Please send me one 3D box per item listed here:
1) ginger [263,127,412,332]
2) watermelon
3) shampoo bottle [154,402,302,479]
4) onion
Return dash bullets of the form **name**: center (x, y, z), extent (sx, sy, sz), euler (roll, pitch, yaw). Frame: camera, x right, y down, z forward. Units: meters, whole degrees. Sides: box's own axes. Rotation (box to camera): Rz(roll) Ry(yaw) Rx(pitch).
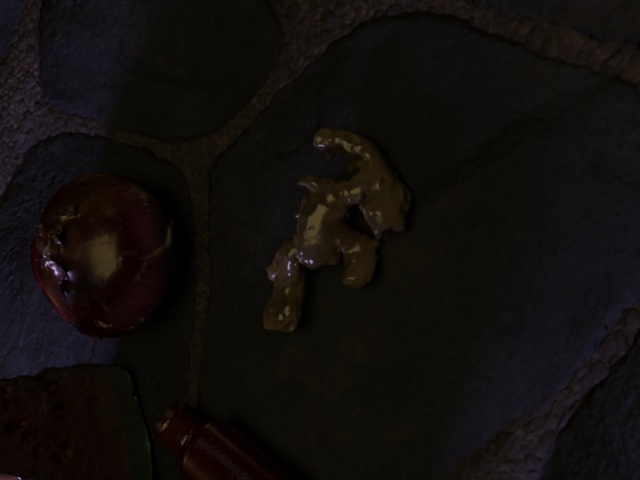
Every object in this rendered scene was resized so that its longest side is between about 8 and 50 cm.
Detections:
- **ginger**: center (0.013, 0.005, 1.209), extent (0.149, 0.065, 0.258), euler (29, 99, 29)
- **watermelon**: center (-0.347, 0.257, 1.306), extent (0.140, 0.257, 0.193), euler (-30, 63, 27)
- **shampoo bottle**: center (-0.096, 0.292, 1.254), extent (0.260, 0.064, 0.102), euler (34, 108, 31)
- **onion**: center (-0.298, 0.020, 1.347), extent (0.230, 0.163, 0.230), euler (0, 91, 25)
